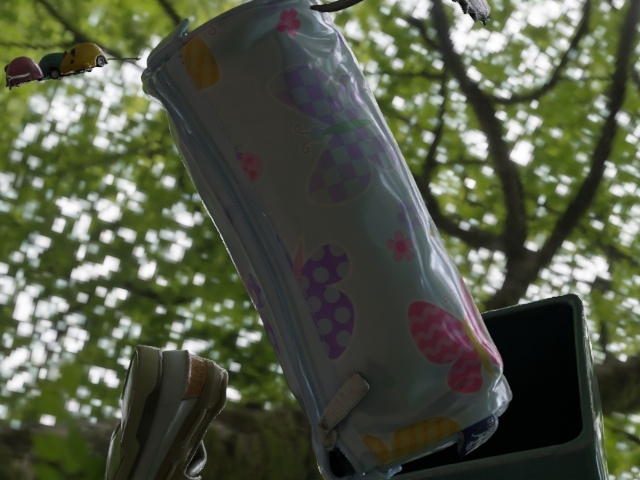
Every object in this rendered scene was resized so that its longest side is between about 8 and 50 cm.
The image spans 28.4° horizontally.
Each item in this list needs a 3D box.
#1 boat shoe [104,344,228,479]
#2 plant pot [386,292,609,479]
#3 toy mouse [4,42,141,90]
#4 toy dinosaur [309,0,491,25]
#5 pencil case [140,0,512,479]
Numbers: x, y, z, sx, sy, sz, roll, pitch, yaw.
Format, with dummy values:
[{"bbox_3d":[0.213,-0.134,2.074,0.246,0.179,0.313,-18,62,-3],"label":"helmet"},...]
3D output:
[{"bbox_3d":[-0.176,0.238,1.377,0.113,0.103,0.302,-96,-160,-44],"label":"boat shoe"},{"bbox_3d":[0.175,0.242,1.253,0.247,0.252,0.248,-15,-153,16],"label":"plant pot"},{"bbox_3d":[-0.309,-0.195,1.420,0.143,0.161,0.031,-6,-80,41],"label":"toy mouse"},{"bbox_3d":[0.122,-0.203,0.561,0.121,0.160,0.313,59,-35,25],"label":"toy dinosaur"},{"bbox_3d":[0.000,0.000,0.708,0.113,0.124,0.273,-30,-97,58],"label":"pencil case"}]
